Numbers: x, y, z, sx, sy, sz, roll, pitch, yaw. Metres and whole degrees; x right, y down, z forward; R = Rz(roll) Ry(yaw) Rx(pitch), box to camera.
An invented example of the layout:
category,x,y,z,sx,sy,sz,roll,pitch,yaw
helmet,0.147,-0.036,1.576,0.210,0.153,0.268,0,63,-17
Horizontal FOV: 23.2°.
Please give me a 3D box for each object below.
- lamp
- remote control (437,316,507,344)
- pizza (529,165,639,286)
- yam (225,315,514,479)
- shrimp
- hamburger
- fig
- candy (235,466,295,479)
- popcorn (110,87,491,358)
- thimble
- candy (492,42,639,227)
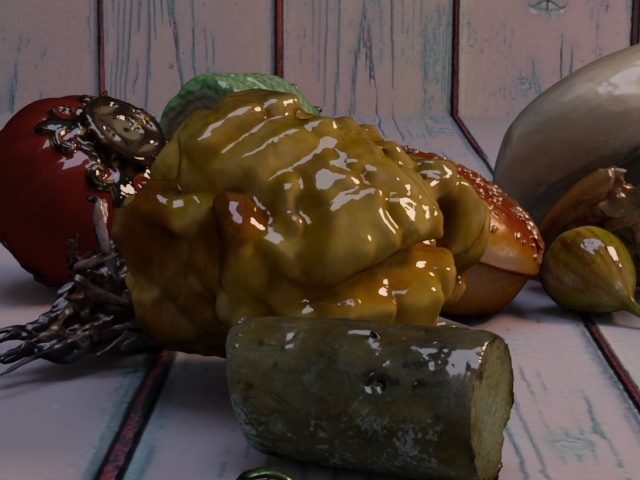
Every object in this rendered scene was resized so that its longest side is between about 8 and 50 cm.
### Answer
category,x,y,z,sx,sy,sz,roll,pitch,yaw
lamp,-0.249,-0.046,1.639,0.227,0.227,0.227,0,10,0
remote control,0.056,0.083,1.394,0.103,0.034,0.250,-6,12,-31
pizza,0.321,0.016,1.620,0.195,0.185,0.052,24,44,-9
yam,0.029,0.106,1.067,0.194,0.107,0.107,4,11,23
shrimp,-0.169,0.041,1.361,0.116,0.145,0.343,44,42,22
hamburger,0.112,-0.009,1.536,0.237,0.147,0.237,14,10,-3
fig,0.287,0.034,1.518,0.093,0.093,0.166,-6,11,-33
candy,-0.036,0.158,0.956,0.061,0.061,0.202,0,2,-2
popcorn,0.000,0.000,1.249,0.332,0.225,0.265,5,13,-29
thimble,-0.099,-0.100,1.932,0.219,0.219,0.150,8,11,37
candy,0.375,-0.128,1.775,0.427,0.186,0.386,-9,-20,-45
